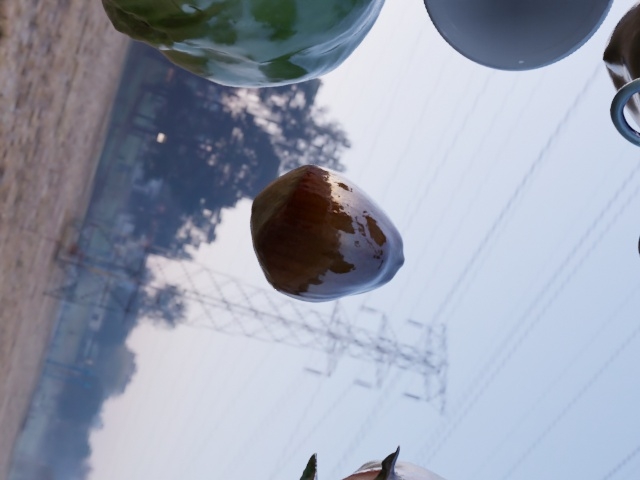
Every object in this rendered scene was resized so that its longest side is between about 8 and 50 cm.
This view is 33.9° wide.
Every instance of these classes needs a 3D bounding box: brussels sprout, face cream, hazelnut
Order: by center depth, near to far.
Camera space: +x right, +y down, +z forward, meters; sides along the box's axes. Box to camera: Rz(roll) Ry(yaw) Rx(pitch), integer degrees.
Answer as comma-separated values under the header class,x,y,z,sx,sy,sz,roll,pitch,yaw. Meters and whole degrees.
class,x,y,z,sx,sy,sz,roll,pitch,yaw
brussels sprout,-0.089,-0.349,1.100,0.361,0.425,0.342,25,-93,41
face cream,0.209,-0.285,1.120,0.187,0.201,0.201,-53,164,-75
hazelnut,0.004,-0.009,1.386,0.186,0.210,0.210,67,-25,15

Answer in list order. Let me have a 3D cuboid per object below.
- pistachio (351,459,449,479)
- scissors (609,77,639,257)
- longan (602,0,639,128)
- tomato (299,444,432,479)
class,x,y,z,sx,sy,sz,roll,pitch,yaw
pistachio,0.075,0.339,1.167,0.288,0.197,0.166,97,-27,-89
scissors,0.541,-0.112,1.211,0.029,0.383,0.256,-78,150,-64
longan,0.545,-0.240,1.444,0.350,0.288,0.288,-139,-113,-74
tomato,0.031,0.304,0.848,0.256,0.256,0.224,-128,-164,-77
